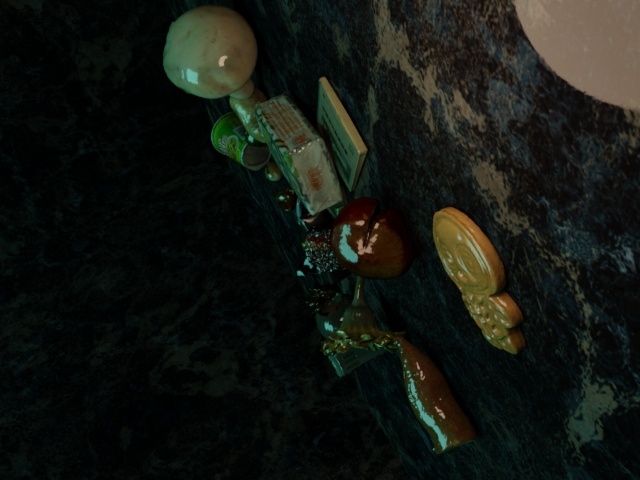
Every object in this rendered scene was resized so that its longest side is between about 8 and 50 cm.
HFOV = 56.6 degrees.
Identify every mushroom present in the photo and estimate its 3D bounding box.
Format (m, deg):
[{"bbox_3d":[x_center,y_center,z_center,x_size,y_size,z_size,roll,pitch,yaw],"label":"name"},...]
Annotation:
[{"bbox_3d":[-0.317,-0.570,1.891,0.315,0.314,0.336,60,-168,18],"label":"mushroom"}]

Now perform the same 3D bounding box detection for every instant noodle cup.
[{"bbox_3d":[-0.319,-0.413,2.512,0.232,0.207,0.207,42,158,43],"label":"instant noodle cup"}]

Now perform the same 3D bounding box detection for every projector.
[{"bbox_3d":[0.142,0.438,2.292,0.108,0.198,0.250,61,169,12],"label":"projector"}]

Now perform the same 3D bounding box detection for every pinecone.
[{"bbox_3d":[0.025,0.275,2.623,0.195,0.149,0.179,62,165,-16],"label":"pinecone"}]

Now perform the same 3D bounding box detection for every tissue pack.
[{"bbox_3d":[-0.063,-0.249,1.685,0.311,0.127,0.228,59,174,49],"label":"tissue pack"}]

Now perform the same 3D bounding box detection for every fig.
[{"bbox_3d":[-0.228,-0.429,2.199,0.117,0.117,0.178,-131,35,-55],"label":"fig"}]

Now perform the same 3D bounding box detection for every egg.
[{"bbox_3d":[-0.199,-0.292,2.504,0.071,0.071,0.083,91,165,-70],"label":"egg"}]

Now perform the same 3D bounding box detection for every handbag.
[{"bbox_3d":[-0.001,0.000,2.158,0.257,0.113,0.286,-126,10,-74],"label":"handbag"}]

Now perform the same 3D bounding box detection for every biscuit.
[{"bbox_3d":[0.281,0.075,1.078,0.289,0.044,0.202,67,170,-10],"label":"biscuit"}]

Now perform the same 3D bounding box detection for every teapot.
[{"bbox_3d":[-0.136,-0.178,2.498,0.098,0.078,0.129,22,154,1],"label":"teapot"}]

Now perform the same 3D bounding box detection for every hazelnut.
[{"bbox_3d":[0.123,0.002,1.366,0.203,0.178,0.178,30,165,6],"label":"hazelnut"}]

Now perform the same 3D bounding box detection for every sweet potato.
[{"bbox_3d":[0.299,0.422,1.665,0.337,0.131,0.131,61,170,18],"label":"sweet potato"}]

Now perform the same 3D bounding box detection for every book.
[{"bbox_3d":[0.045,-0.253,1.477,0.215,0.025,0.283,62,172,13],"label":"book"}]

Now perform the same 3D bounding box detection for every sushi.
[{"bbox_3d":[0.022,0.019,1.932,0.172,0.153,0.151,-7,100,38],"label":"sushi"}]

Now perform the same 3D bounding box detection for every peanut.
[{"bbox_3d":[-0.222,-0.438,2.088,0.253,0.122,0.137,60,154,4],"label":"peanut"}]

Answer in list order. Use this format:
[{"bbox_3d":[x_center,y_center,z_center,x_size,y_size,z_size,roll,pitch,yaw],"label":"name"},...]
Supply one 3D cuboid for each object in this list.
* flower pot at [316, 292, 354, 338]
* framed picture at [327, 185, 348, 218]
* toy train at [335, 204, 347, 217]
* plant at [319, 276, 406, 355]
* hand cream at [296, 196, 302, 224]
[{"bbox_3d":[0.079,0.299,2.275,0.157,0.189,0.243,53,180,-4],"label":"flower pot"},{"bbox_3d":[0.028,-0.144,1.867,0.281,0.019,0.209,53,166,46],"label":"framed picture"},{"bbox_3d":[0.094,-0.042,1.658,0.178,0.071,0.105,-151,45,-75],"label":"toy train"},{"bbox_3d":[0.102,0.270,1.881,0.305,0.261,0.297,4,122,65],"label":"plant"},{"bbox_3d":[-0.073,-0.130,2.331,0.255,0.048,0.080,86,-171,-69],"label":"hand cream"}]
